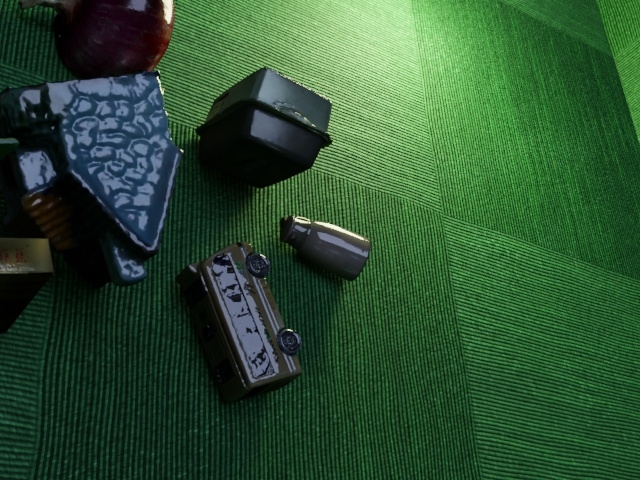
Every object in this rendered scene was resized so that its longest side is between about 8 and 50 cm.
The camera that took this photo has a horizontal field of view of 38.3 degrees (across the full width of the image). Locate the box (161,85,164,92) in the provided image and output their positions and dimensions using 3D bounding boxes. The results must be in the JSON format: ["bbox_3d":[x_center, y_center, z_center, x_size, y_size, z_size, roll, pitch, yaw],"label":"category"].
[{"bbox_3d":[-0.359,-0.253,1.930,0.020,0.073,0.149,22,50,-28],"label":"box"}]

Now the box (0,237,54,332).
[{"bbox_3d":[-0.537,0.075,1.448,0.159,0.240,0.071,-1,63,-39],"label":"box"}]

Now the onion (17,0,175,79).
[{"bbox_3d":[-0.416,-0.469,1.923,0.272,0.230,0.256,-20,76,-52],"label":"onion"}]

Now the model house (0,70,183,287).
[{"bbox_3d":[-0.414,-0.064,1.595,0.297,0.360,0.339,-15,85,-33],"label":"model house"}]

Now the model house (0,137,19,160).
[{"bbox_3d":[-0.676,-0.211,1.448,0.243,0.358,0.312,-9,78,-41],"label":"model house"}]

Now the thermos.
[{"bbox_3d":[0.000,0.000,2.041,0.193,0.105,0.137,23,24,-17],"label":"thermos"}]

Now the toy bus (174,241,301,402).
[{"bbox_3d":[-0.159,0.157,1.773,0.157,0.139,0.289,-12,74,-37],"label":"toy bus"}]

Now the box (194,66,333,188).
[{"bbox_3d":[-0.121,-0.231,1.955,0.221,0.290,0.166,23,71,-26],"label":"box"}]
